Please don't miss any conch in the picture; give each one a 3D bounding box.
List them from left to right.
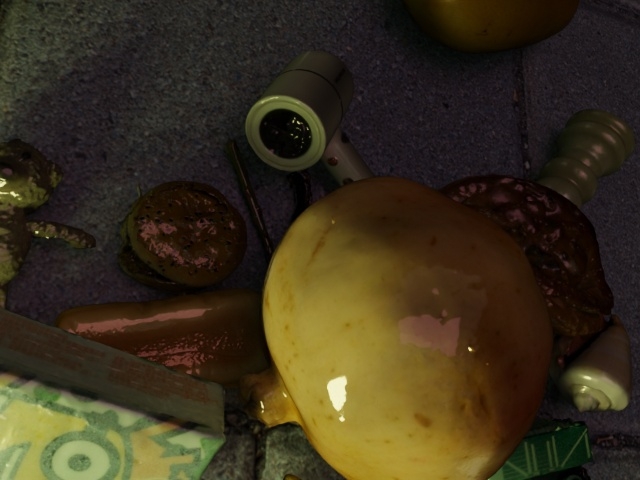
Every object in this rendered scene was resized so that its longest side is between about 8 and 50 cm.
[{"bbox_3d":[0.499,0.230,1.234,0.158,0.127,0.255,29,36,20],"label":"conch"}]

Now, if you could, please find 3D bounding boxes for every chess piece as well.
[{"bbox_3d":[0.496,-0.127,1.322,0.144,0.144,0.251,44,68,-8],"label":"chess piece"}]

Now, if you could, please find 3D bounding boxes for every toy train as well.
[{"bbox_3d":[0.339,0.383,1.097,0.270,0.115,0.154,-3,81,-25],"label":"toy train"}]

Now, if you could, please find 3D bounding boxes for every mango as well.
[{"bbox_3d":[0.345,-0.511,1.308,0.446,0.232,0.300,-7,74,-33],"label":"mango"}]

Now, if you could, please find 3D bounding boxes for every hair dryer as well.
[{"bbox_3d":[0.041,-0.122,1.096,0.362,0.128,0.203,52,33,-20],"label":"hair dryer"}]

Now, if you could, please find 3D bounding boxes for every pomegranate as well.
[{"bbox_3d":[0.085,0.132,0.860,0.412,0.411,0.411,8,72,-23],"label":"pomegranate"}]

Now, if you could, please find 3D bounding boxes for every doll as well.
[{"bbox_3d":[-0.431,0.008,0.868,0.203,0.091,0.286,32,74,-1],"label":"doll"}]

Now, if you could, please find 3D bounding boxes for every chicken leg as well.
[{"bbox_3d":[0.000,0.000,1.088,0.106,0.051,0.253,-24,85,-35],"label":"chicken leg"}]

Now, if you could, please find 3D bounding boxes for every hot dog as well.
[{"bbox_3d":[0.345,0.032,1.154,0.388,0.174,0.267,17,57,-14],"label":"hot dog"}]

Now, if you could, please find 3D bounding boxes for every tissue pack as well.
[{"bbox_3d":[-0.293,0.235,0.776,0.311,0.128,0.228,23,111,-19],"label":"tissue pack"}]

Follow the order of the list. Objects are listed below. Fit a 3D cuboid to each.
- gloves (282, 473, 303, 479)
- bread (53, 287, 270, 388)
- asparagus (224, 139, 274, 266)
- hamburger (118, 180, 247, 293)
[{"bbox_3d":[0.024,0.454,0.941,0.294,0.116,0.133,37,55,-4],"label":"gloves"},{"bbox_3d":[-0.213,0.143,0.916,0.305,0.091,0.142,-3,86,-26],"label":"bread"},{"bbox_3d":[-0.104,-0.045,1.065,0.025,0.024,0.248,-17,84,-22],"label":"asparagus"},{"bbox_3d":[-0.202,-0.011,0.958,0.177,0.113,0.185,-39,94,-28],"label":"hamburger"}]
